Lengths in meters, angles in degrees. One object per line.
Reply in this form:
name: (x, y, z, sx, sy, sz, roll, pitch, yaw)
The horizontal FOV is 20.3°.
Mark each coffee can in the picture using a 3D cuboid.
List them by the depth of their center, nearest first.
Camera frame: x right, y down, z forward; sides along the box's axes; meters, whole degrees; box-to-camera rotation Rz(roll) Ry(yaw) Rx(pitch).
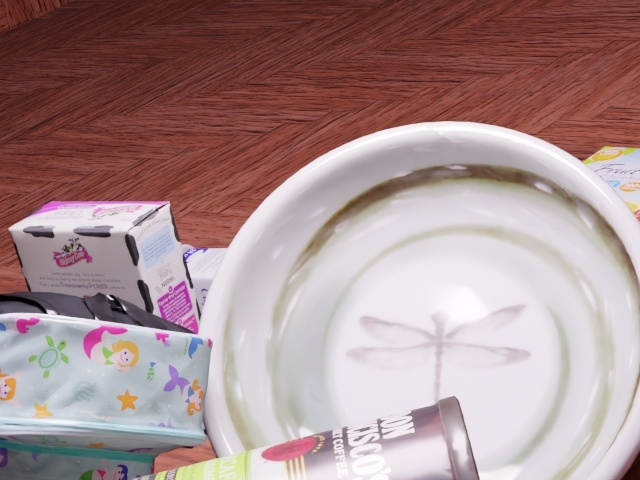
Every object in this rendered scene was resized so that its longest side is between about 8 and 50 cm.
coffee can: (-0.011, 0.240, 1.267, 0.275, 0.201, 0.201, -14, 21, 2)

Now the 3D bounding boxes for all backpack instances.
backpack: (-0.213, 0.129, 1.479, 0.225, 0.191, 0.253, 11, -14, -34)

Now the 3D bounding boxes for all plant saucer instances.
plant saucer: (0.097, 0.097, 1.514, 0.400, 0.100, 0.400, -6, 65, 14)

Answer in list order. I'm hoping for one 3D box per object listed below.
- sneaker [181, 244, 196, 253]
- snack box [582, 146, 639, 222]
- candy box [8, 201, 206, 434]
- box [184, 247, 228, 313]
sneaker: (-0.218, 0.089, 1.971, 0.091, 0.094, 0.258, -23, 9, 34)
snack box: (0.344, -0.034, 1.911, 0.207, 0.070, 0.174, 9, 31, 44)
candy box: (-0.195, 0.079, 1.751, 0.159, 0.233, 0.071, 2, 27, 35)
box: (-0.082, 0.078, 1.829, 0.137, 0.126, 0.072, -2, 23, 31)
